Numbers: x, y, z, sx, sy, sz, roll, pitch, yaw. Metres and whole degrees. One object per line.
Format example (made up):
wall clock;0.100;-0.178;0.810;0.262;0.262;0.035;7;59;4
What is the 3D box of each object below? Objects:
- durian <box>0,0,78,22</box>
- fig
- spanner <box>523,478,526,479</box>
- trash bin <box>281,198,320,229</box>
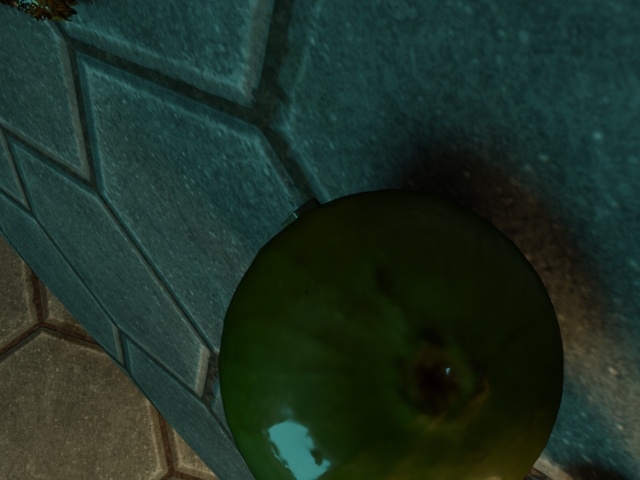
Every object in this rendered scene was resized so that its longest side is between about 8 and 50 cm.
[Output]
durian;-0.396;-0.344;0.886;0.252;0.139;0.144;37;154;23
fig;0.055;0.104;0.621;0.316;0.316;0.316;36;150;25
spanner;0.243;0.287;0.853;0.208;0.012;0.046;57;152;-12
trash bin;0.000;0.000;0.828;0.092;0.043;0.061;52;153;3
